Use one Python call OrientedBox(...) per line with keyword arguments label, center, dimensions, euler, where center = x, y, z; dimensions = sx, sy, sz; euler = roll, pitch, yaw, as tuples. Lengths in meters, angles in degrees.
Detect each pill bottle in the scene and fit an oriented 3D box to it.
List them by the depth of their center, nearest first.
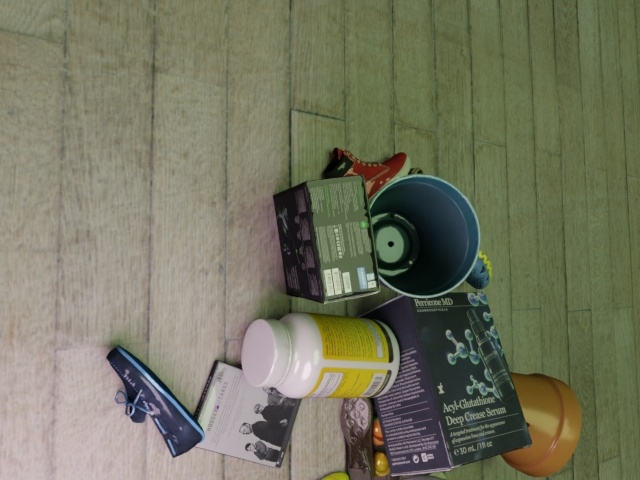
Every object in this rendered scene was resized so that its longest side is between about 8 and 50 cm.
OrientedBox(label="pill bottle", center=(0.001, 0.259, 1.239), dimensions=(0.333, 0.188, 0.188), euler=(12, 79, -35))

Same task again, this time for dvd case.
OrientedBox(label="dvd case", center=(-0.159, 0.385, 1.210), dimensions=(0.238, 0.029, 0.179), euler=(29, 70, -30))

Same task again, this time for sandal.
OrientedBox(label="sandal", center=(0.364, 0.040, 1.573), dimensions=(0.317, 0.126, 0.138), euler=(43, 66, -16))

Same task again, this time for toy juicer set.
OrientedBox(label="toy juicer set", center=(0.232, 0.570, 1.442), dimensions=(0.209, 0.089, 0.329), euler=(-33, 106, -34))

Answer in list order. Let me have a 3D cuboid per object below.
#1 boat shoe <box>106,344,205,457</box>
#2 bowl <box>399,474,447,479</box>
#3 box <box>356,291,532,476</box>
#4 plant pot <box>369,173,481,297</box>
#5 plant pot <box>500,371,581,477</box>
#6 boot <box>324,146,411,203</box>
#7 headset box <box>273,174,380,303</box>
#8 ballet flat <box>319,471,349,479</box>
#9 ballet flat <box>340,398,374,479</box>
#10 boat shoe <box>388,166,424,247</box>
OrientedBox(label="boat shoe", center=(-0.325, 0.317, 1.046), dimensions=(0.089, 0.109, 0.258), euler=(-40, 102, -16))
OrientedBox(label="bowl", center=(0.248, 0.695, 1.359), dimensions=(0.297, 0.134, 0.298), euler=(-1, 102, -3))
OrientedBox(label="box", center=(0.299, 0.345, 1.367), dimensions=(0.293, 0.212, 0.396), euler=(2, 65, -35))
OrientedBox(label="plant pot", center=(0.201, -0.002, 1.313), dimensions=(0.271, 0.255, 0.272), euler=(1, 86, -10))
OrientedBox(label="plant pot", center=(0.566, 0.508, 1.594), dimensions=(0.203, 0.291, 0.291), euler=(24, 72, -15))
OrientedBox(label="boot", center=(0.123, -0.199, 1.431), dimensions=(0.244, 0.088, 0.176), euler=(-44, 109, -26))
OrientedBox(label="headset box", center=(0.000, 0.000, 1.212), dimensions=(0.131, 0.283, 0.246), euler=(-9, 90, -20))
OrientedBox(label="ballet flat", center=(-0.005, 0.607, 1.273), dimensions=(0.231, 0.077, 0.077), euler=(-5, 88, -36))
OrientedBox(label="ballet flat", center=(0.100, 0.493, 1.372), dimensions=(0.058, 0.084, 0.250), euler=(-3, 87, -69))
OrientedBox(label="boat shoe", center=(0.223, -0.061, 1.487), dimensions=(0.104, 0.089, 0.285), euler=(11, 80, -35))
